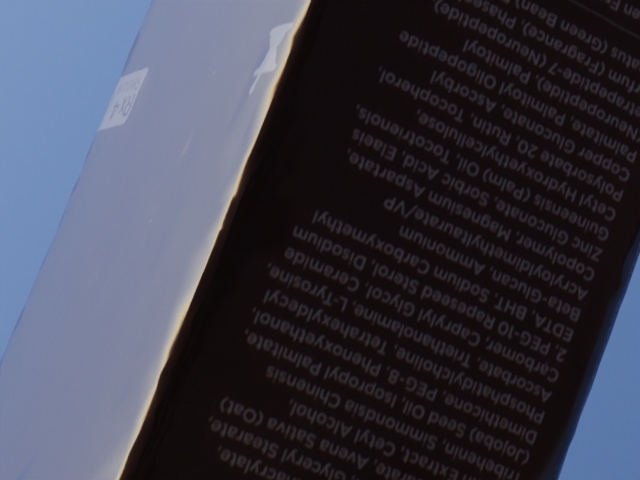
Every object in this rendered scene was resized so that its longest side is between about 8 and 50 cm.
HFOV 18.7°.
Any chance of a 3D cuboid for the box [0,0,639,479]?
[{"bbox_3d":[0.000,0.000,0.651,0.143,0.191,0.381,24,-101,-22],"label":"box"}]
